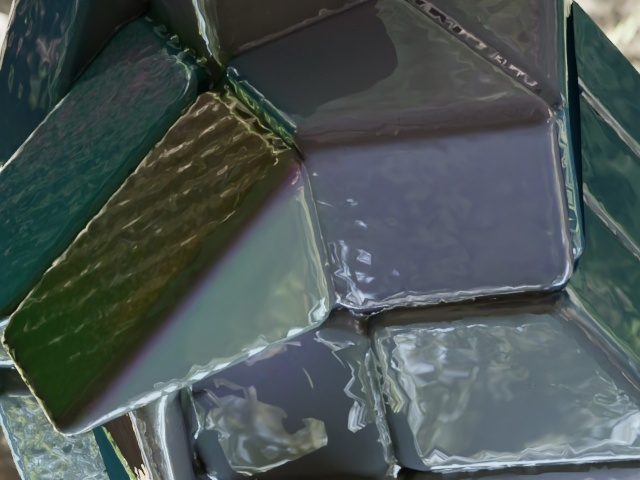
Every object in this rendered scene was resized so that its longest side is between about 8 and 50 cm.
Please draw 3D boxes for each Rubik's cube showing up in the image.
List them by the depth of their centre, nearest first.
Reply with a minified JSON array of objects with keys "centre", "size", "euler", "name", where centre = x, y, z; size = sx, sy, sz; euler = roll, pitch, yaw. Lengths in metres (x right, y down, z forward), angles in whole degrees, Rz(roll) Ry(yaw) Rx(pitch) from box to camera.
[{"centre":[0.000,0.000,0.889],"size":[0.368,0.358,0.387],"euler":[-6,-147,12],"name":"Rubik's cube"}]
